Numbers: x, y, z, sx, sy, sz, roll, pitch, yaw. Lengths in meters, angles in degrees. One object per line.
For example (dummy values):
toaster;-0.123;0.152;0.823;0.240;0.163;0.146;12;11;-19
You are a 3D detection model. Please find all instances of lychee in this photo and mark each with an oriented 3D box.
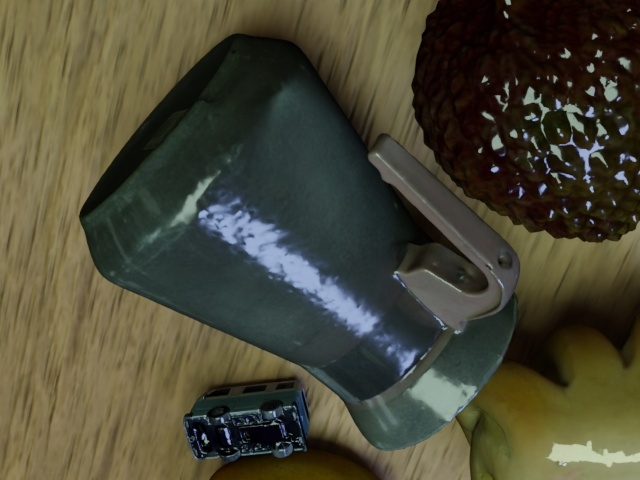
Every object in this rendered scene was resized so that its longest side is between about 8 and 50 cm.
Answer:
lychee;0.193;-0.114;0.864;0.236;0.236;0.271;-26;125;19

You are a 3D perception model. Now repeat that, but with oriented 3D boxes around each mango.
mango;-0.028;0.291;1.148;0.221;0.120;0.152;-13;116;7

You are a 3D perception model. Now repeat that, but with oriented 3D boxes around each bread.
bread;0.268;0.200;1.007;0.270;0.211;0.316;-11;127;24

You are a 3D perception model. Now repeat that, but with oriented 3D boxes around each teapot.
teapot;0.000;0.000;0.931;0.344;0.253;0.300;39;147;-18

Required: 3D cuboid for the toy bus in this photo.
toy bus;-0.074;0.185;1.127;0.123;0.075;0.060;-8;113;13
